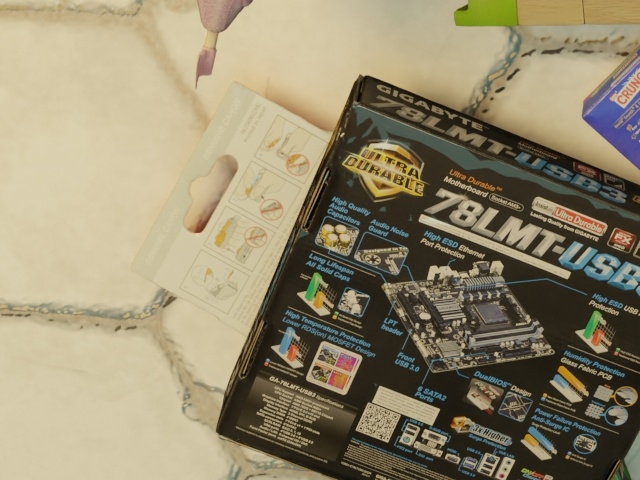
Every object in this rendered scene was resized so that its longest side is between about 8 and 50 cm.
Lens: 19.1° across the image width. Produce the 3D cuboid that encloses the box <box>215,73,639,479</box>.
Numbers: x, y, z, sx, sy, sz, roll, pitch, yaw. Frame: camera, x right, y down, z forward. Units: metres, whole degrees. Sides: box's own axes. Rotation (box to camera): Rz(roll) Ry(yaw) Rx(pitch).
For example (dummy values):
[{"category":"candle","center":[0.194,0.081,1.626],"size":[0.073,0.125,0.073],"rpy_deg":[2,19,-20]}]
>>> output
[{"category":"box","center":[0.108,0.064,1.407],"size":[0.295,0.073,0.293],"rpy_deg":[21,114,-4]}]

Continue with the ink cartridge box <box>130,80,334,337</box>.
[{"category":"ink cartridge box","center":[0.000,0.000,1.466],"size":[0.232,0.066,0.189],"rpy_deg":[31,114,1]}]

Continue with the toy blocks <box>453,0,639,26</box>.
[{"category":"toy blocks","center":[0.265,-0.277,1.225],"size":[0.381,0.191,0.261],"rpy_deg":[3,110,30]}]

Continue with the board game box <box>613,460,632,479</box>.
[{"category":"board game box","center":[0.174,0.283,1.562],"size":[0.213,0.046,0.317],"rpy_deg":[-18,109,15]}]

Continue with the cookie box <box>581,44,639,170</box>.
[{"category":"cookie box","center":[0.260,-0.092,1.389],"size":[0.107,0.040,0.092],"rpy_deg":[41,112,-10]}]

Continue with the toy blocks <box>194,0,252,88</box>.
[{"category":"toy blocks","center":[-0.044,-0.271,1.232],"size":[0.309,0.288,0.260],"rpy_deg":[16,119,1]}]
